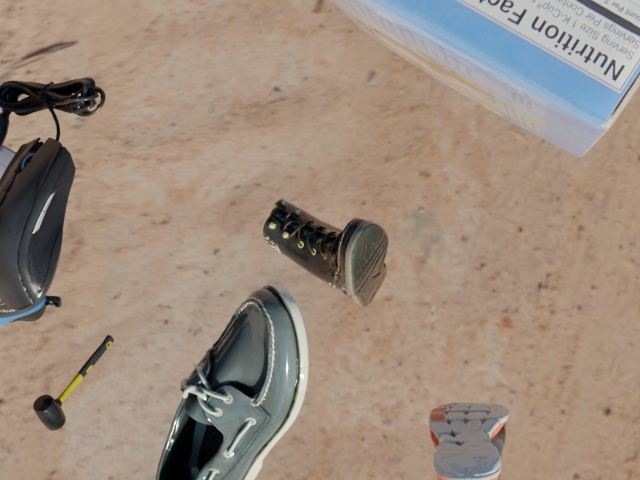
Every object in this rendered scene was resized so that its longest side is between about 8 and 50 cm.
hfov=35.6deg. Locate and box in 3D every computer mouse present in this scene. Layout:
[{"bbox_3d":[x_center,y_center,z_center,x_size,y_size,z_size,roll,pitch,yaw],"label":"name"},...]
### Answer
[{"bbox_3d":[-0.342,-0.064,1.089,0.060,0.184,0.262,21,83,-51],"label":"computer mouse"}]

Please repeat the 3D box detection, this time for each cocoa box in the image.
[{"bbox_3d":[0.145,-0.211,0.671,0.231,0.347,0.228,32,98,9],"label":"cocoa box"}]

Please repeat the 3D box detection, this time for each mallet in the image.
[{"bbox_3d":[-0.411,0.242,1.700,0.189,0.039,0.062,-49,144,-39],"label":"mallet"}]

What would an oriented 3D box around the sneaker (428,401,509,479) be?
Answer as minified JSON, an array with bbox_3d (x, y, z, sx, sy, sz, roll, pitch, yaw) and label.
[{"bbox_3d":[0.110,0.168,0.750,0.061,0.158,0.064,-1,101,15],"label":"sneaker"}]

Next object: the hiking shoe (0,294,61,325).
[{"bbox_3d":[-0.502,0.084,1.280,0.304,0.132,0.113,-5,56,8],"label":"hiking shoe"}]

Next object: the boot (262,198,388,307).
[{"bbox_3d":[-0.001,0.002,1.351,0.179,0.236,0.085,31,77,15],"label":"boot"}]

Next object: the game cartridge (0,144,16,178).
[{"bbox_3d":[-0.603,-0.162,1.554,0.355,0.230,0.068,30,80,1],"label":"game cartridge"}]

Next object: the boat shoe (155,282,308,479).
[{"bbox_3d":[-0.103,0.182,1.085,0.099,0.116,0.319,-9,135,-37],"label":"boat shoe"}]
